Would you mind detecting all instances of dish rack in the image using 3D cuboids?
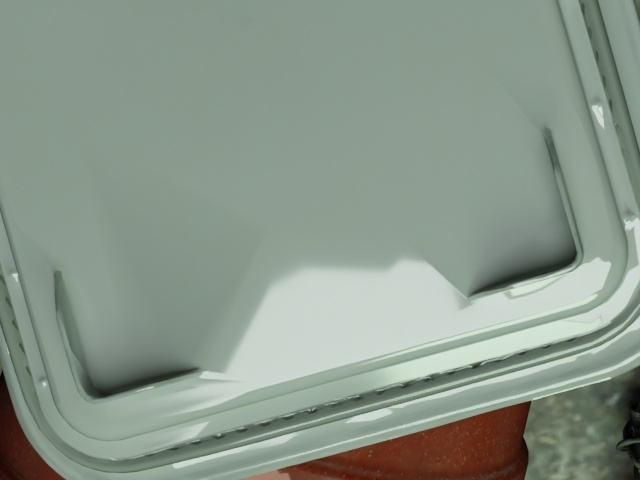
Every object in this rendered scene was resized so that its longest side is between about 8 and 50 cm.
[{"bbox_3d":[-0.025,-0.080,0.753,0.285,0.072,0.333,-16,89,9],"label":"dish rack"}]

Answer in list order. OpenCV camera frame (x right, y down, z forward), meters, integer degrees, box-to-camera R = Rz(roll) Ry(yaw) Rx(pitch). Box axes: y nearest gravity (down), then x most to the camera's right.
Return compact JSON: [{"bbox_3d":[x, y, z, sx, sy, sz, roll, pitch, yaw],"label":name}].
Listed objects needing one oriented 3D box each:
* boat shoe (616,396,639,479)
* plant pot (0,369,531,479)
[{"bbox_3d":[0.199,0.101,1.045,0.076,0.080,0.228,29,107,-8],"label":"boat shoe"},{"bbox_3d":[0.000,0.000,0.903,0.272,0.272,0.265,15,103,-9],"label":"plant pot"}]
